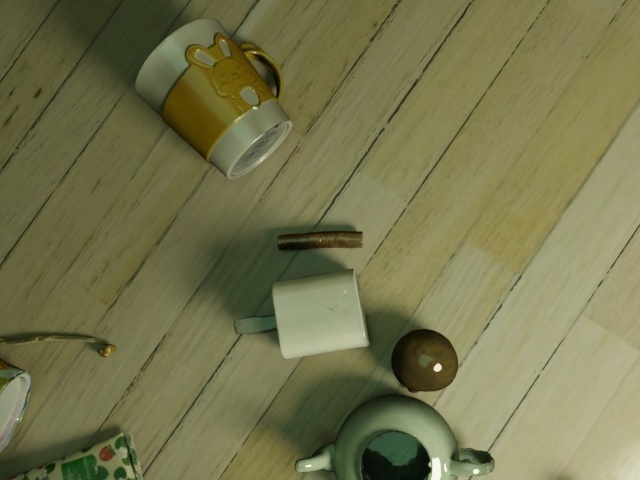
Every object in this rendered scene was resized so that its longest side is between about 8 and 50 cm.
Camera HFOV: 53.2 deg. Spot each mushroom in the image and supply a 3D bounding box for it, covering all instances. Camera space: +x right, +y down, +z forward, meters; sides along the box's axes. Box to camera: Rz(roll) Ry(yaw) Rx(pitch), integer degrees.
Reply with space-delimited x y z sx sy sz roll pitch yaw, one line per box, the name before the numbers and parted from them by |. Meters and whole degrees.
mushroom | -0.497 0.178 1.130 0.286 0.028 0.026 5 126 8

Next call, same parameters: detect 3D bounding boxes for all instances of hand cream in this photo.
hand cream | -0.440 0.405 1.077 0.276 0.059 0.095 -18 83 0

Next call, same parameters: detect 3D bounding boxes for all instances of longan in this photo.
longan | 0.165 0.197 1.014 0.106 0.106 0.119 8 123 8

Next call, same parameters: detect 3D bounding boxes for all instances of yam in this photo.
yam | 0.000 0.000 1.087 0.145 0.032 0.032 -3 82 6

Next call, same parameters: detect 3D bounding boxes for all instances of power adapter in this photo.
power adapter | -0.032 0.124 1.024 0.205 0.130 0.125 -10 82 4

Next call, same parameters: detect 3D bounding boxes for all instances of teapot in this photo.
teapot | 0.116 0.335 0.980 0.294 0.129 0.193 -1 83 7

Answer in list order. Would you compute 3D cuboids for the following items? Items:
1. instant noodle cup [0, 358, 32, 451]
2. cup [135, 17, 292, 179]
instant noodle cup | -0.585 0.268 1.051 0.153 0.205 0.205 20 85 -1
cup | -0.153 -0.245 1.080 0.241 0.185 0.226 -38 84 -31
